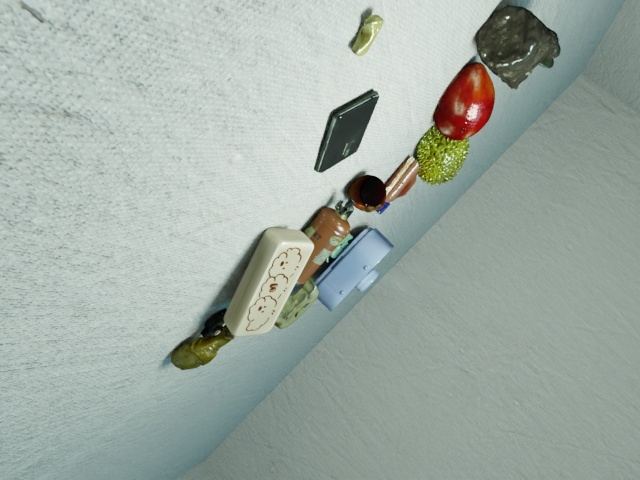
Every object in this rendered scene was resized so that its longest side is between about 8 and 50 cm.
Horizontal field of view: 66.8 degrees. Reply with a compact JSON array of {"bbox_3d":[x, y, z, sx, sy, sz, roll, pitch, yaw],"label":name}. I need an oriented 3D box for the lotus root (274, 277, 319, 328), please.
[{"bbox_3d":[-0.105,0.216,1.789,0.235,0.119,0.138,-48,159,5],"label":"lotus root"}]

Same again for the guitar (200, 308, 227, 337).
[{"bbox_3d":[-0.355,0.302,1.544,0.088,0.025,0.233,-24,154,-52],"label":"guitar"}]

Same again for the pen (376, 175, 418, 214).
[{"bbox_3d":[0.327,-0.207,1.990,0.269,0.033,0.033,-44,164,-6],"label":"pen"}]

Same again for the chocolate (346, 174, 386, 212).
[{"bbox_3d":[0.141,-0.140,1.536,0.127,0.124,0.133,-42,-165,-24],"label":"chocolate"}]

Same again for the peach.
[{"bbox_3d":[0.476,-0.433,1.574,0.159,0.154,0.267,-35,162,-29],"label":"peach"}]

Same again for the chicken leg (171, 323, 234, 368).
[{"bbox_3d":[-0.340,0.318,1.458,0.227,0.088,0.103,-32,147,1],"label":"chicken leg"}]

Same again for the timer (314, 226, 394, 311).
[{"bbox_3d":[0.156,0.121,2.049,0.395,0.173,0.395,-46,172,-8],"label":"timer"}]

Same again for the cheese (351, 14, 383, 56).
[{"bbox_3d":[0.086,-0.389,0.921,0.044,0.030,0.083,-40,170,-40],"label":"cheese"}]

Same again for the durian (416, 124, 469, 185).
[{"bbox_3d":[0.448,-0.315,1.789,0.237,0.176,0.200,98,18,-47],"label":"durian"}]

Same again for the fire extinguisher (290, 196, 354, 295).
[{"bbox_3d":[-0.009,-0.006,1.542,0.376,0.113,0.200,-49,-167,18],"label":"fire extinguisher"}]

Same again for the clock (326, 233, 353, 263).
[{"bbox_3d":[0.064,0.028,1.888,0.101,0.041,0.135,-26,156,-50],"label":"clock"}]

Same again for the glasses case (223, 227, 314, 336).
[{"bbox_3d":[-0.149,0.122,1.375,0.144,0.076,0.336,2,124,-46],"label":"glasses case"}]

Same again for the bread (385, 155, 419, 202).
[{"bbox_3d":[0.299,-0.219,1.817,0.192,0.067,0.119,-50,156,11],"label":"bread"}]

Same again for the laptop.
[{"bbox_3d":[0.062,-0.260,1.191,0.154,0.026,0.207,-37,163,-30],"label":"laptop"}]

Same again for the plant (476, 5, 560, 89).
[{"bbox_3d":[0.579,-0.571,1.439,0.276,0.199,0.188,-13,147,-53],"label":"plant"}]
